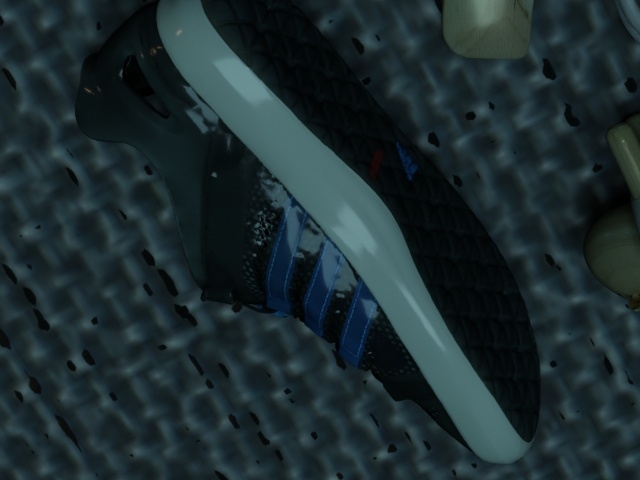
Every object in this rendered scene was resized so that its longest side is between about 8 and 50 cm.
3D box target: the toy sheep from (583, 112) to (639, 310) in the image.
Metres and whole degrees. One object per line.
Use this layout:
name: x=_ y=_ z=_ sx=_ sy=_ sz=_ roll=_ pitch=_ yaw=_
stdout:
toy sheep: x=0.151 y=-0.014 z=0.566 sx=0.132 sy=0.091 sz=0.091 roll=-23 pitch=113 yaw=25

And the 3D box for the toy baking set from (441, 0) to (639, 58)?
toy baking set: x=0.132 y=-0.166 z=0.532 sx=0.256 sy=0.030 sz=0.196 roll=-27 pitch=111 yaw=6

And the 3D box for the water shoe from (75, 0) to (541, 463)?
water shoe: x=0.000 y=0.000 z=0.579 sx=0.080 sy=0.073 sz=0.203 roll=-27 pitch=108 yaw=30
